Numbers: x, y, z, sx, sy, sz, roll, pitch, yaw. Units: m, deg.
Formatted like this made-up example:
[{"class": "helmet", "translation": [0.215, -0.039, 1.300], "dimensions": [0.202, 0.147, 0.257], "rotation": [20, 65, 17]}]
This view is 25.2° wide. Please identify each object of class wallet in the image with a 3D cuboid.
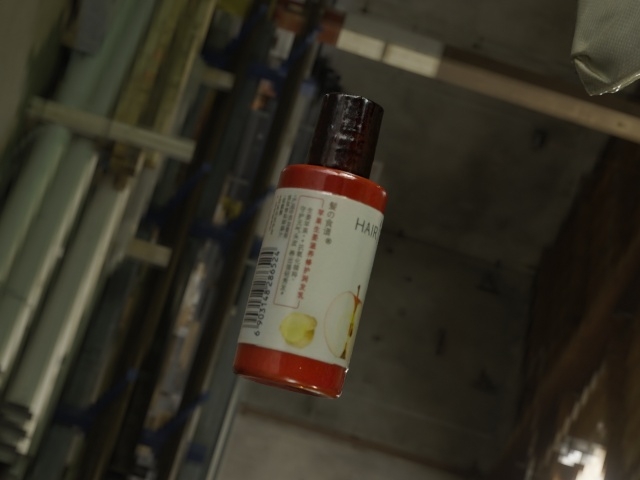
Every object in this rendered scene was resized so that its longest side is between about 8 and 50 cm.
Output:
[{"class": "wallet", "translation": [0.314, -0.272, 1.255], "dimensions": [0.275, 0.068, 0.335], "rotation": [-39, -146, 51]}]

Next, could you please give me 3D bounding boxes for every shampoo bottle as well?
[{"class": "shampoo bottle", "translation": [0.000, 0.000, 1.319], "dimensions": [0.104, 0.104, 0.278], "rotation": [122, -18, -81]}]
